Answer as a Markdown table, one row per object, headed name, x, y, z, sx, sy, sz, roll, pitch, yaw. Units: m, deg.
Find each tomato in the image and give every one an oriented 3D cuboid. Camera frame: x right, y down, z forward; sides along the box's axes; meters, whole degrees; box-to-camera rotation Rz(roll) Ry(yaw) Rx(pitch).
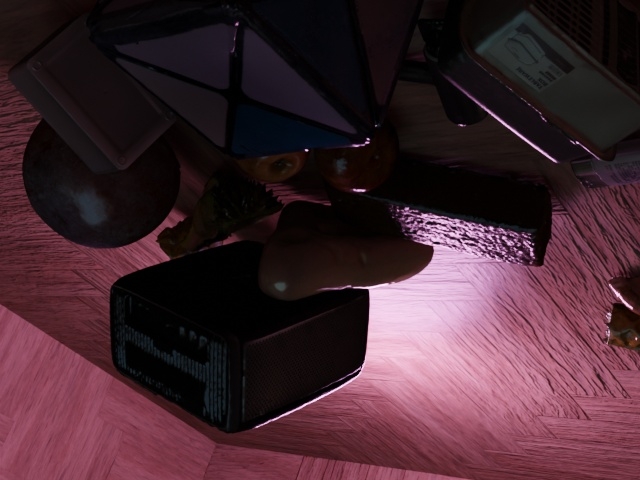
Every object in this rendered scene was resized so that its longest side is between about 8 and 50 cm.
| name | x | y | z | sx | sy | sz | roll | pitch | yaw |
| --- | --- | --- | --- | --- | --- | --- | --- | --- | --- |
| tomato | -0.439 | -0.137 | 1.966 | 0.317 | 0.282 | 0.316 | 25 | 150 | 16 |

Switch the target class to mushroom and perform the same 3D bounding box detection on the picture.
| name | x | y | z | sx | sy | sz | roll | pitch | yaw |
| --- | --- | --- | --- | --- | --- | --- | --- | --- | --- |
| mushroom | 0.649 | 0.104 | 1.856 | 0.210 | 0.094 | 0.072 | -11 | 138 | 41 |

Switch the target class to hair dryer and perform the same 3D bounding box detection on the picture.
| name | x | y | z | sx | sy | sz | roll | pitch | yaw |
| --- | --- | --- | --- | --- | --- | --- | --- | --- | --- |
| hair dryer | 0.129 | -0.277 | 1.509 | 0.248 | 0.078 | 0.195 | 11 | 152 | 30 |

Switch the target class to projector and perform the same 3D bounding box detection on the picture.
| name | x | y | z | sx | sy | sz | roll | pitch | yaw |
| --- | --- | --- | --- | --- | --- | --- | --- | --- | --- |
| projector | -0.166 | 0.185 | 2.003 | 0.395 | 0.405 | 0.242 | 21 | 116 | 38 |

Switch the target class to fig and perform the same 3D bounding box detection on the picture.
| name | x | y | z | sx | sy | sz | roll | pitch | yaw |
| --- | --- | --- | --- | --- | --- | --- | --- | --- | --- |
| fig | 0.061 | -0.168 | 1.707 | 0.149 | 0.202 | 0.148 | 20 | 118 | -8 |

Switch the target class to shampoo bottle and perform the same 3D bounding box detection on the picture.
| name | x | y | z | sx | sy | sz | roll | pitch | yaw |
| --- | --- | --- | --- | --- | --- | --- | --- | --- | --- |
| shampoo bottle | 0.511 | -0.126 | 1.531 | 0.227 | 0.056 | 0.086 | -7 | 145 | 44 |

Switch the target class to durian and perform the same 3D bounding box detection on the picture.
| name | x | y | z | sx | sy | sz | roll | pitch | yaw |
| --- | --- | --- | --- | --- | --- | --- | --- | --- | --- |
| durian | -0.187 | -0.047 | 2.054 | 0.158 | 0.169 | 0.352 | 30 | 162 | -15 |

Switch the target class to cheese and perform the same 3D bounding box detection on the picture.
| name | x | y | z | sx | sy | sz | roll | pitch | yaw |
| --- | --- | --- | --- | --- | --- | --- | --- | --- | --- |
| cheese | 0.057 | 0.032 | 1.919 | 0.328 | 0.351 | 0.129 | 9 | 110 | 3 |

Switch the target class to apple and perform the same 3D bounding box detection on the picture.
| name | x | y | z | sx | sy | sz | roll | pitch | yaw |
| --- | --- | --- | --- | --- | --- | --- | --- | --- | --- |
| apple | -0.084 | -0.169 | 1.667 | 0.146 | 0.131 | 0.146 | -7 | 144 | -5 |

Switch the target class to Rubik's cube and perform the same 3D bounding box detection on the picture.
| name | x | y | z | sx | sy | sz | roll | pitch | yaw |
| --- | --- | --- | --- | --- | --- | --- | --- | --- | --- |
| Rubik's cube | -0.068 | -0.312 | 1.297 | 0.310 | 0.305 | 0.307 | -4 | 146 | 41 |

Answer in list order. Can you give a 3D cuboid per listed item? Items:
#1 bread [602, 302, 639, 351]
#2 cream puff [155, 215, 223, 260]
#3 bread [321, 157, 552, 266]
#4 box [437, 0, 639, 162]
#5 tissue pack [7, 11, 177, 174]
| name | x | y | z | sx | sy | sz | roll | pitch | yaw |
| --- | --- | --- | --- | --- | --- | --- | --- | --- | --- |
| bread | 0.712 | 0.192 | 1.980 | 0.269 | 0.087 | 0.098 | 10 | 150 | 18 |
| cream puff | -0.309 | 0.001 | 2.311 | 0.116 | 0.146 | 0.146 | 36 | 159 | 17 |
| bread | 0.216 | -0.065 | 1.807 | 0.417 | 0.113 | 0.165 | 13 | 153 | 17 |
| box | 0.297 | -0.247 | 1.268 | 0.290 | 0.220 | 0.166 | 33 | 140 | -23 |
| tissue pack | -0.399 | -0.255 | 1.727 | 0.246 | 0.159 | 0.136 | 51 | 158 | -21 |
